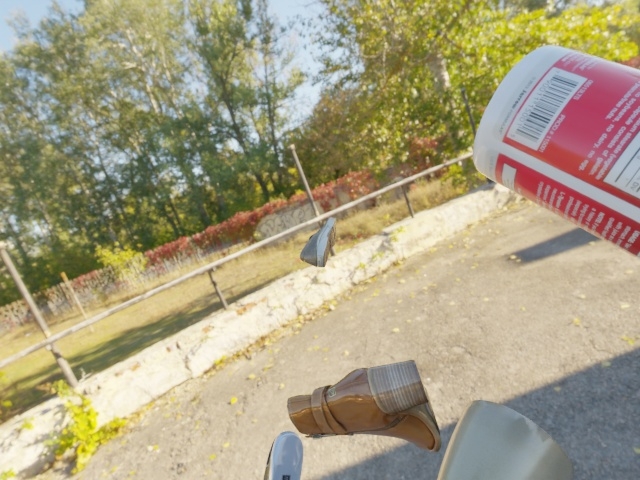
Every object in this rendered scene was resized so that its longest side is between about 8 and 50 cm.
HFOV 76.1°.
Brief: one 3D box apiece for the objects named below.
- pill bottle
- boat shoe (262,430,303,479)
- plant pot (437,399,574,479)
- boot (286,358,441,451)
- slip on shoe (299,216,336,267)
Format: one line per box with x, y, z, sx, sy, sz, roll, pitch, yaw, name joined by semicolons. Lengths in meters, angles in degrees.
0.457;-0.111;0.596;0.229;0.229;0.408;-27;51;-30;pill bottle
-0.080;0.475;0.760;0.080;0.228;0.076;9;-19;-12;boat shoe
0.364;0.548;0.899;0.274;0.256;0.256;-37;17;-29;plant pot
0.084;0.312;0.709;0.220;0.283;0.109;-19;49;9;boot
0.000;0.000;0.702;0.041;0.051;0.135;4;34;12;slip on shoe
